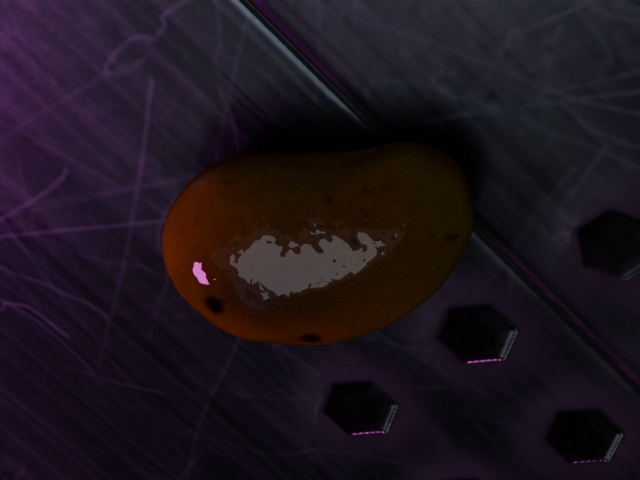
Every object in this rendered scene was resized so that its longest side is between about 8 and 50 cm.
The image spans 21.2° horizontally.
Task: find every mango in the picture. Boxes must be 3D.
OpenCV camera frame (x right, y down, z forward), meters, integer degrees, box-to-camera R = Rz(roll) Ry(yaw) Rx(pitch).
[{"bbox_3d":[-0.001,0.003,0.962,0.178,0.090,0.115,-5,116,7],"label":"mango"}]
